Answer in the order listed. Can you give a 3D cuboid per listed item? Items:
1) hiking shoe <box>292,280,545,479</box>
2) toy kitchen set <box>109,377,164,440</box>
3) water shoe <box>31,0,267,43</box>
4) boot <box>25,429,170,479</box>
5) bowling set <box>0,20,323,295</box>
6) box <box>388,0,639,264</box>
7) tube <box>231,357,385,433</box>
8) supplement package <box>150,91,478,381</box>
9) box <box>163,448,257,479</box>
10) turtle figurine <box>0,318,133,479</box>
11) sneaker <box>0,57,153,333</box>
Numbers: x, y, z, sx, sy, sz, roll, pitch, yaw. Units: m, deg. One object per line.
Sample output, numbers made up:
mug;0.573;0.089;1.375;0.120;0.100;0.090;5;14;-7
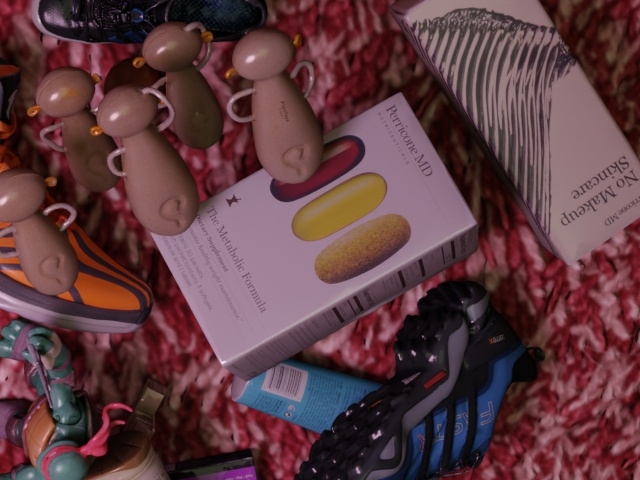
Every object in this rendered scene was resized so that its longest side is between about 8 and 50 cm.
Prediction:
hiking shoe;0.090;0.184;1.377;0.132;0.113;0.304;43;75;-18
toy kitchen set;-0.192;0.163;1.392;0.075;0.068;0.083;27;98;-12
water shoe;-0.146;-0.203;1.308;0.203;0.080;0.073;-3;103;-7
boot;-0.203;0.269;1.389;0.213;0.077;0.165;-21;116;26
bowling set;-0.159;-0.106;1.236;0.287;0.200;0.154;-27;139;-9
box;0.182;-0.123;1.362;0.113;0.094;0.275;-36;104;2
tube;0.020;0.156;1.431;0.207;0.052;0.080;21;99;-17
supplement package;0.000;0.000;1.325;0.244;0.134;0.139;-30;78;0
box;-0.109;0.286;1.452;0.116;0.029;0.162;-9;102;-4
turtle figurine;-0.243;0.158;1.297;0.118;0.234;0.175;30;94;-22
sneaker;-0.267;-0.050;1.305;0.321;0.124;0.180;26;99;-12
